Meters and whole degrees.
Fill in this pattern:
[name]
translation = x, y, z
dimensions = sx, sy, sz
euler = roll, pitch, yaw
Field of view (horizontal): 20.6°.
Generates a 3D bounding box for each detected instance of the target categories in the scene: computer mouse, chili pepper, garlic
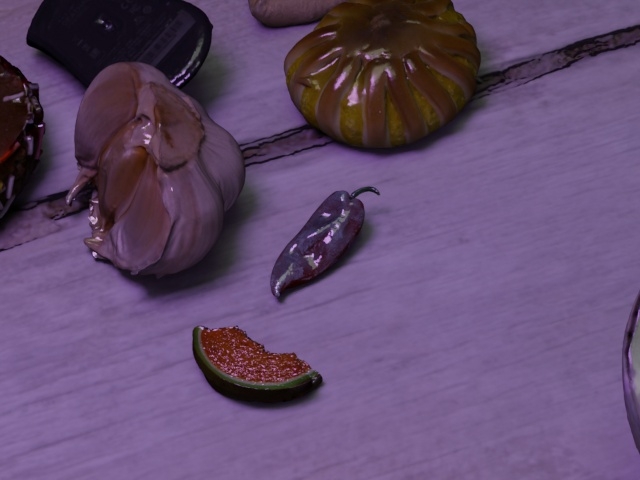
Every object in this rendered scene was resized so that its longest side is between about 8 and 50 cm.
[computer mouse]
translation = -0.217, -0.219, 1.935
dimensions = 0.147, 0.088, 0.264
euler = -45, 58, -9
[chili pepper]
translation = 0.001, 0.001, 1.753
dimensions = 0.050, 0.041, 0.153
euler = 22, 69, 47
[garlic]
translation = -0.158, -0.070, 1.775
dimensions = 0.142, 0.178, 0.229
euler = -4, 60, -40

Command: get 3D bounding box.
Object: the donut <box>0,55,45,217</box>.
[donut]
translation = -0.415, -0.101, 1.842
dimensions = 0.269, 0.103, 0.270
euler = -1, 49, 1

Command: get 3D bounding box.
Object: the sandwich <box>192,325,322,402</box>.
[sandwich]
translation = -0.069, 0.120, 1.662
dimensions = 0.135, 0.029, 0.067
euler = 20, 48, 23

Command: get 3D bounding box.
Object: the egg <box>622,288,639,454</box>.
[egg]
translation = 0.390, 0.140, 1.486
dimensions = 0.337, 0.201, 0.337
euler = 4, 68, -9

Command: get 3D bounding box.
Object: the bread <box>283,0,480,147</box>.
[bread]
translation = 0.069, -0.191, 1.873
dimensions = 0.213, 0.105, 0.213
euler = -1, 50, 1

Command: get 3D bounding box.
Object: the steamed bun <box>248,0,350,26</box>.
[steamed bun]
translation = 0.014, -0.359, 2.022
dimensions = 0.212, 0.110, 0.231
euler = -6, 51, 0
